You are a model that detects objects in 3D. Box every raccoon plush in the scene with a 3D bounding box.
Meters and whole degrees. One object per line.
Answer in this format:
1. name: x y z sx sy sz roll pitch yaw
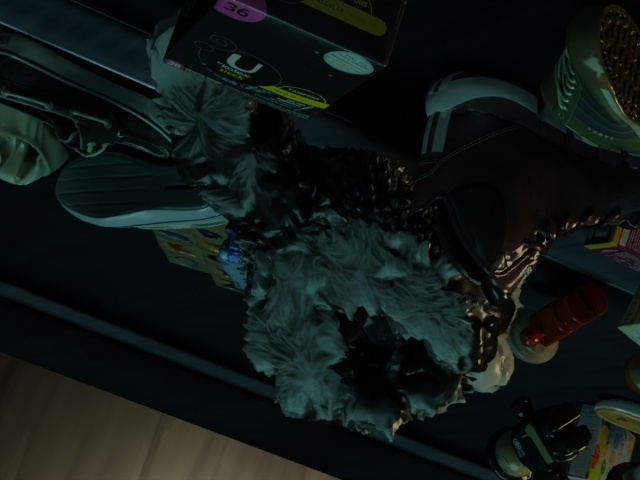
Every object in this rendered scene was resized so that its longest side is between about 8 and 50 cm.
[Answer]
1. raccoon plush: 0.049 -0.044 1.573 0.216 0.446 0.299 -13 -162 21

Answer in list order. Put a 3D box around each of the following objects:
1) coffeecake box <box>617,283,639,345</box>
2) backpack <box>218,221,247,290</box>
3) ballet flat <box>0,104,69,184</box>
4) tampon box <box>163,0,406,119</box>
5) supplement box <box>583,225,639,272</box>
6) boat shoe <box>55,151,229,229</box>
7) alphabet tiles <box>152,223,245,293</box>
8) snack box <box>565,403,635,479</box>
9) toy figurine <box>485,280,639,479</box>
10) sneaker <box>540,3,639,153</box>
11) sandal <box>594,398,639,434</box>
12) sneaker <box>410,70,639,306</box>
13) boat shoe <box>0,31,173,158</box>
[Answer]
1. coffeecake box: 0.391 0.088 1.676 0.142 0.068 0.185 37 160 -17
2. backpack: 0.000 0.000 1.785 0.173 0.117 0.158 14 166 6
3. ballet flat: -0.318 -0.102 1.855 0.086 0.086 0.248 16 165 8
4. tampon box: -0.021 -0.165 1.236 0.120 0.101 0.161 21 165 -14
5. supplement box: 0.277 -0.006 1.553 0.083 0.055 0.043 25 165 -23
6. boat shoe: -0.176 -0.040 1.904 0.226 0.083 0.076 7 161 33
7. alphabet tiles: -0.065 0.029 2.170 0.285 0.011 0.342 16 165 9
8. snack box: 0.373 0.286 2.397 0.037 0.100 0.141 8 162 30
9. toy figurine: 0.287 0.167 1.856 0.209 0.213 0.148 18 154 -16
10. sneaker: 0.190 -0.107 1.265 0.086 0.064 0.192 3 163 30
11. sandal: 0.466 0.277 2.302 0.265 0.076 0.102 19 165 -3
12. sneaker: 0.194 -0.011 1.418 0.281 0.163 0.106 21 165 -8
13. boat shoe: -0.224 -0.118 1.707 0.219 0.070 0.078 26 164 -26
